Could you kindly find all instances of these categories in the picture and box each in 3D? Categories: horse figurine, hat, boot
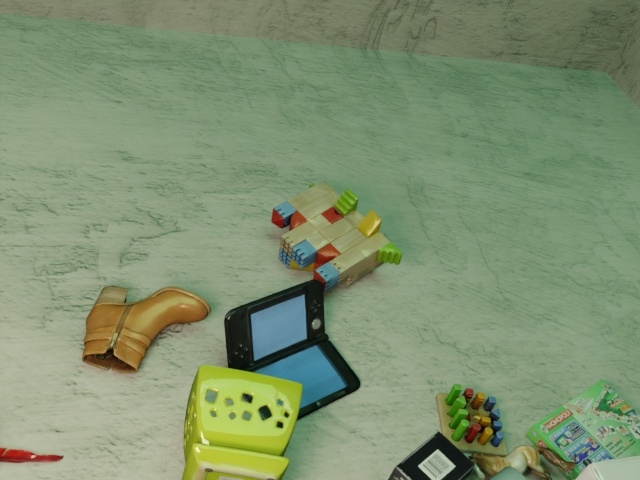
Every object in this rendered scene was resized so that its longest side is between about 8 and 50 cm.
[{"bbox_3d":[0.476,0.548,1.891,0.263,0.066,0.174,-15,57,-31],"label":"horse figurine"},{"bbox_3d":[-0.666,0.460,1.574,0.208,0.184,0.173,-21,30,17],"label":"hat"},{"bbox_3d":[-0.408,0.210,1.884,0.283,0.109,0.220,10,40,-8],"label":"boot"}]

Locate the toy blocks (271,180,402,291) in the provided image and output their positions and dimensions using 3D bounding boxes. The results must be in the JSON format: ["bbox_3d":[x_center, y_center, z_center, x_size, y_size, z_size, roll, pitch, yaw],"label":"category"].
[{"bbox_3d":[0.000,0.000,2.256,0.260,0.191,0.381,-30,60,-29],"label":"toy blocks"}]

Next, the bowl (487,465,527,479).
[{"bbox_3d":[0.359,0.629,1.610,0.163,0.312,0.312,-14,47,-8],"label":"bowl"}]

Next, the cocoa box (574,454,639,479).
[{"bbox_3d":[0.608,0.627,1.634,0.231,0.347,0.228,-1,45,-23],"label":"cocoa box"}]

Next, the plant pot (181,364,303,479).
[{"bbox_3d":[-0.173,0.418,1.666,0.227,0.228,0.207,12,48,-9],"label":"plant pot"}]

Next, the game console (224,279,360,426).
[{"bbox_3d":[-0.060,0.264,1.925,0.293,0.250,0.173,-19,26,-37],"label":"game console"}]

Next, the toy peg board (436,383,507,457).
[{"bbox_3d":[0.381,0.433,1.970,0.160,0.079,0.161,10,41,-10],"label":"toy peg board"}]

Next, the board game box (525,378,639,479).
[{"bbox_3d":[0.702,0.499,2.048,0.317,0.046,0.213,-19,52,-36],"label":"board game box"}]

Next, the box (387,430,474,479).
[{"bbox_3d":[0.211,0.530,1.695,0.108,0.207,0.153,41,44,24],"label":"box"}]
